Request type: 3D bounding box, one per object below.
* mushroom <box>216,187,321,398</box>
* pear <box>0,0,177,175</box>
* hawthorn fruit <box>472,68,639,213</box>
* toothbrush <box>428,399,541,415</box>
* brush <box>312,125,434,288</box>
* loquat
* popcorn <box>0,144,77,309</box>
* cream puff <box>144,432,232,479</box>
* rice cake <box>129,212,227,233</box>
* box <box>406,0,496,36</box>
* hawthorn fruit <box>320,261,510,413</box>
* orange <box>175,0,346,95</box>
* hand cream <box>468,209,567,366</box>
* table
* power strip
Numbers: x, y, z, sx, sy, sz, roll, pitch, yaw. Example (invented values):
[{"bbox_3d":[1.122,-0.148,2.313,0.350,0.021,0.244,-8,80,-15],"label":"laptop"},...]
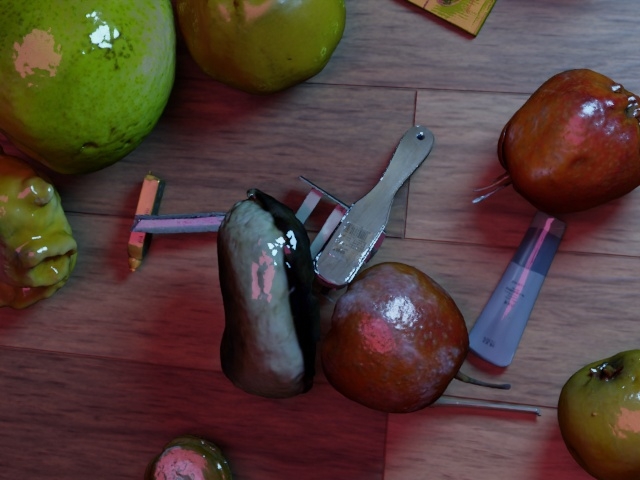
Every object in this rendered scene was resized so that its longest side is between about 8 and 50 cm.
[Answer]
[{"bbox_3d":[-0.105,0.102,1.804,0.247,0.130,0.344,35,130,44],"label":"mushroom"},{"bbox_3d":[-0.403,-0.309,1.858,0.391,0.391,0.391,-1,87,14],"label":"pear"},{"bbox_3d":[0.363,-0.132,1.745,0.299,0.211,0.211,-32,80,20],"label":"hawthorn fruit"},{"bbox_3d":[0.208,0.262,1.847,0.294,0.026,0.028,8,74,14],"label":"toothbrush"},{"bbox_3d":[0.088,-0.050,1.833,0.070,0.065,0.327,30,67,10],"label":"brush"},{"bbox_3d":[0.456,0.263,1.698,0.208,0.208,0.208,-1,87,14],"label":"loquat"},{"bbox_3d":[-0.553,-0.033,1.942,0.315,0.281,0.297,8,120,28],"label":"popcorn"},{"bbox_3d":[-0.218,0.406,1.899,0.150,0.115,0.165,16,82,7],"label":"cream puff"},{"bbox_3d":[-0.219,-0.030,1.939,0.207,0.033,0.033,-2,98,-1],"label":"rice cake"},{"bbox_3d":[0.210,-0.408,1.883,0.155,0.023,0.087,31,92,13],"label":"box"},{"bbox_3d":[0.117,0.154,1.760,0.263,0.235,0.231,16,125,37],"label":"hawthorn fruit"},{"bbox_3d":[-0.096,-0.375,1.849,0.279,0.235,0.279,-1,82,7],"label":"orange"},{"bbox_3d":[0.315,0.077,1.821,0.079,0.048,0.255,27,97,19],"label":"hand cream"},{"bbox_3d":[0.000,0.000,1.889,0.175,0.062,0.146,33,95,1],"label":"table"},{"bbox_3d":[-0.304,-0.031,1.976,0.028,0.049,0.178,15,91,8],"label":"power strip"}]
